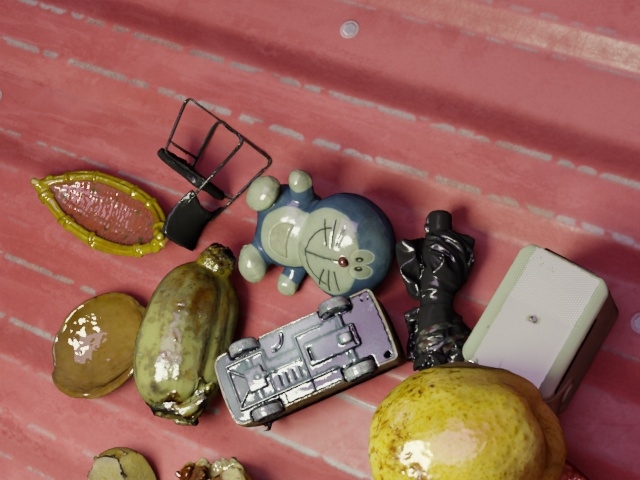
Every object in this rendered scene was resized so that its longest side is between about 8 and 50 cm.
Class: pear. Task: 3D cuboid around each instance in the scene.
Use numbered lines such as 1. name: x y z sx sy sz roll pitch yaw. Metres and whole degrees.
1. pear: 0.203 0.293 1.620 0.271 0.271 0.271 -5 73 18

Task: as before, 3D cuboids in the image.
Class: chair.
1. chair: -0.222 -0.110 2.066 0.145 0.140 0.221 37 92 25

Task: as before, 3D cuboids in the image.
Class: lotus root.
1. lotus root: -0.216 0.153 1.969 0.173 0.173 0.309 8 72 21

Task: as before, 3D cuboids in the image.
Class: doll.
1. doll: 0.000 0.000 1.950 0.258 0.154 0.228 23 116 30

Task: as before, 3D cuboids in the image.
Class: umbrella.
1. umbrella: 0.186 0.084 1.880 0.122 0.110 0.272 -3 75 19

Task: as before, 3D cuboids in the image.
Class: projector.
1. projector: 0.331 0.149 1.774 0.163 0.177 0.242 28 84 26

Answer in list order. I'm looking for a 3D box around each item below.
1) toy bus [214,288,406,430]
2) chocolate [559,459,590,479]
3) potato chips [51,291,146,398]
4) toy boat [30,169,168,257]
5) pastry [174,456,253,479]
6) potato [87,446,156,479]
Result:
1. toy bus: -0.015 0.196 1.893 0.290 0.157 0.139 -26 73 8
2. chocolate: 0.265 0.400 1.764 0.237 0.108 0.234 34 87 23
3. potato chips: -0.382 0.192 2.072 0.195 0.062 0.208 32 88 30
4. toy boat: -0.387 -0.049 2.127 0.318 0.099 0.141 23 80 26
5. pastry: -0.183 0.484 1.852 0.256 0.170 0.237 -41 32 -5
6. potato: -0.324 0.424 1.988 0.101 0.089 0.172 -11 103 37
